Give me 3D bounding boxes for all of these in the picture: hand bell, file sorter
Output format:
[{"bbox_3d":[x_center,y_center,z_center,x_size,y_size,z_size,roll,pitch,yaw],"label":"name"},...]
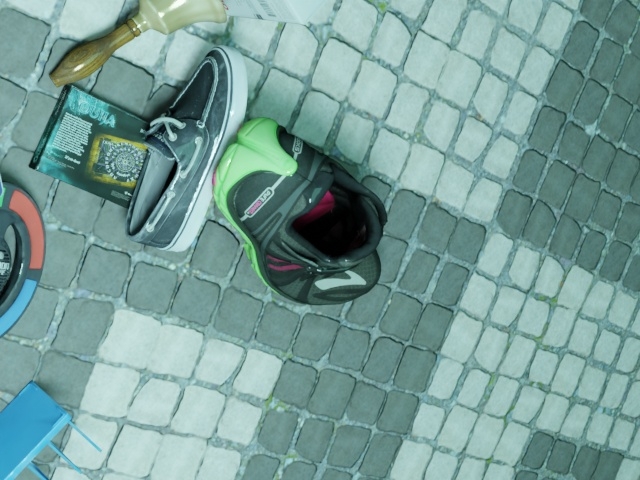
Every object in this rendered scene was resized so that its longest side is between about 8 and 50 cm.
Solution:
[{"bbox_3d":[-0.260,-0.282,1.552,0.242,0.126,0.126,-35,123,-9],"label":"hand bell"},{"bbox_3d":[-0.408,0.308,1.605,0.170,0.118,0.104,-47,129,-15],"label":"file sorter"}]

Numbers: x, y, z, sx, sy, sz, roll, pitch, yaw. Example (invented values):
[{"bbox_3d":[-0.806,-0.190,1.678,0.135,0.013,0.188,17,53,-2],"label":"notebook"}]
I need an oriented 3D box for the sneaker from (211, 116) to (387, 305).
[{"bbox_3d":[0.000,0.000,1.705,0.185,0.202,0.483,-57,153,-8],"label":"sneaker"}]

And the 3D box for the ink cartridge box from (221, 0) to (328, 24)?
[{"bbox_3d":[-0.089,-0.377,1.575,0.082,0.190,0.139,-48,127,-16],"label":"ink cartridge box"}]

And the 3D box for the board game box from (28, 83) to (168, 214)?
[{"bbox_3d":[-0.298,-0.124,1.605,0.186,0.026,0.126,25,87,-39],"label":"board game box"}]

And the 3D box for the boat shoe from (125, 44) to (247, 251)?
[{"bbox_3d":[-0.194,-0.133,1.601,0.102,0.108,0.301,13,103,-43],"label":"boat shoe"}]

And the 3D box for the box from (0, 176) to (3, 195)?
[{"bbox_3d":[-0.497,-0.089,1.350,0.225,0.036,0.136,-15,113,-21],"label":"box"}]

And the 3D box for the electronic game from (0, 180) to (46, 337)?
[{"bbox_3d":[-0.435,0.034,1.490,0.229,0.048,0.229,-42,140,-49],"label":"electronic game"}]
